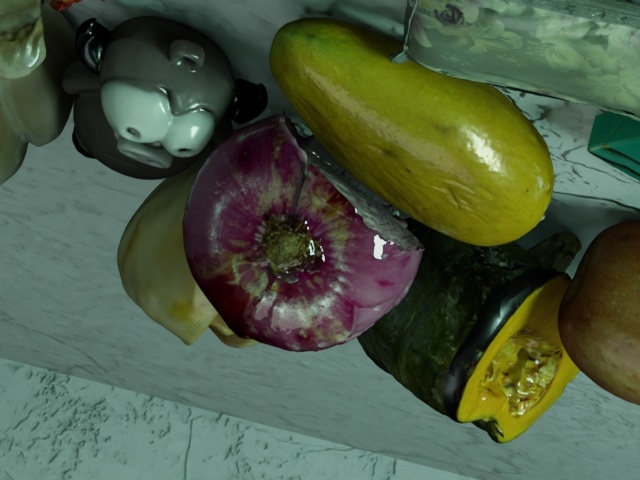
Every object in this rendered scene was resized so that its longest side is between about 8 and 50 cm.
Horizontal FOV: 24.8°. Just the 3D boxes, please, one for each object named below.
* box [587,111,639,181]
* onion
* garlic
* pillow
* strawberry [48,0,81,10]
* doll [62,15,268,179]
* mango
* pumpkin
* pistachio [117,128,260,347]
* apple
[{"bbox_3d":[0.347,-0.072,1.158,0.161,0.042,0.226,26,161,-26],"label":"box"},{"bbox_3d":[-0.028,0.004,1.297,0.207,0.200,0.201,43,152,-29],"label":"onion"},{"bbox_3d":[-0.362,-0.127,1.377,0.279,0.132,0.325,-9,156,-21],"label":"garlic"},{"bbox_3d":[0.178,-0.146,1.064,0.255,0.059,0.169,16,163,8],"label":"pillow"},{"bbox_3d":[-0.226,-0.264,1.077,0.208,0.087,0.167,36,160,45],"label":"strawberry"},{"bbox_3d":[-0.160,-0.127,1.351,0.182,0.117,0.257,19,165,-18],"label":"doll"},{"bbox_3d":[0.082,-0.091,1.231,0.317,0.119,0.176,31,168,-25],"label":"mango"},{"bbox_3d":[0.158,0.060,1.554,0.232,0.242,0.325,42,179,25],"label":"pumpkin"},{"bbox_3d":[-0.089,-0.001,1.516,0.230,0.230,0.309,24,148,-20],"label":"pistachio"},{"bbox_3d":[0.321,0.072,1.411,0.168,0.181,0.181,22,163,0],"label":"apple"}]
